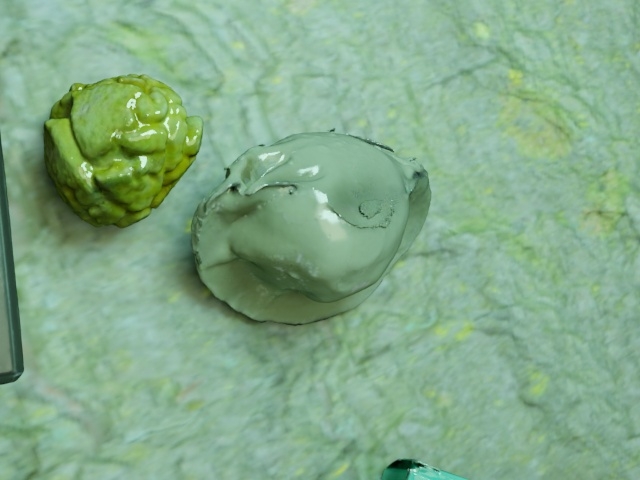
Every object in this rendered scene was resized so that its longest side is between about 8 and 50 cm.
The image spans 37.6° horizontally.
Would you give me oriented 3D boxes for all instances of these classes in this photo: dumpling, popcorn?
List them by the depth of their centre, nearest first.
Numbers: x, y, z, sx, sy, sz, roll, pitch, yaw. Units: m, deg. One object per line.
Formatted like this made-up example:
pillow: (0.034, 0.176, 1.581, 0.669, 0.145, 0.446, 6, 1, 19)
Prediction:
popcorn: (-0.156, -0.072, 0.722, 0.106, 0.121, 0.116, 35, 37, 15)
dumpling: (0.000, 0.000, 0.800, 0.247, 0.142, 0.172, -4, 124, -35)

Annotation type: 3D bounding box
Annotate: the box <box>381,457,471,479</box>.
box: (0.110, 0.366, 0.795, 0.205, 0.118, 0.311, 21, 77, -6)

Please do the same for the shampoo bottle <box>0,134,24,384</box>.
shampoo bottle: (-0.263, 0.015, 0.663, 0.080, 0.079, 0.246, -6, 90, -29)
